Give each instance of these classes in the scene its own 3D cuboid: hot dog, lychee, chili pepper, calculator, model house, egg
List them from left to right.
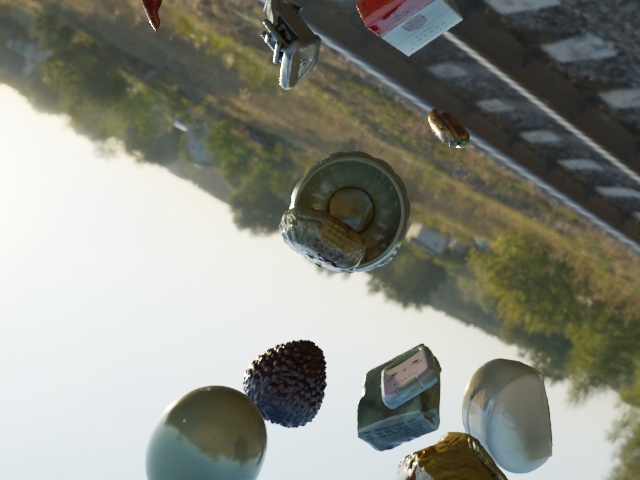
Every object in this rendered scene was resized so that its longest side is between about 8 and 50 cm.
[{"bbox_3d":[-0.334,-0.473,1.583,0.045,0.027,0.178,19,-132,-46],"label":"chili pepper"},{"bbox_3d":[-0.211,0.389,1.478,0.219,0.269,0.219,30,-149,-21],"label":"egg"},{"bbox_3d":[-0.084,-0.496,1.949,0.188,0.122,0.229,59,170,10],"label":"model house"},{"bbox_3d":[-0.089,0.398,2.271,0.271,0.271,0.271,26,-178,-1],"label":"lychee"},{"bbox_3d":[0.206,0.316,1.861,0.045,0.141,0.246,57,-171,-5],"label":"calculator"},{"bbox_3d":[0.183,-0.161,1.162,0.049,0.037,0.122,20,-159,-14],"label":"hot dog"}]

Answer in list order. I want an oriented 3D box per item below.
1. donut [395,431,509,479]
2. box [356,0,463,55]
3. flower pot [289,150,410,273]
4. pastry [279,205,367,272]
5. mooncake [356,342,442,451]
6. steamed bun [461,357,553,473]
[{"bbox_3d":[0.218,0.463,1.193,0.330,0.159,0.330,160,90,-79],"label":"donut"},{"bbox_3d":[0.129,-0.324,1.132,0.152,0.100,0.048,3,-123,-62],"label":"box"},{"bbox_3d":[0.079,-0.072,2.024,0.307,0.308,0.244,27,-173,2],"label":"flower pot"},{"bbox_3d":[0.000,0.000,1.778,0.192,0.093,0.182,30,167,-19],"label":"pastry"},{"bbox_3d":[0.221,0.432,2.172,0.136,0.254,0.250,46,-146,-26],"label":"mooncake"},{"bbox_3d":[0.415,0.400,1.806,0.164,0.242,0.146,-15,-167,-18],"label":"steamed bun"}]
